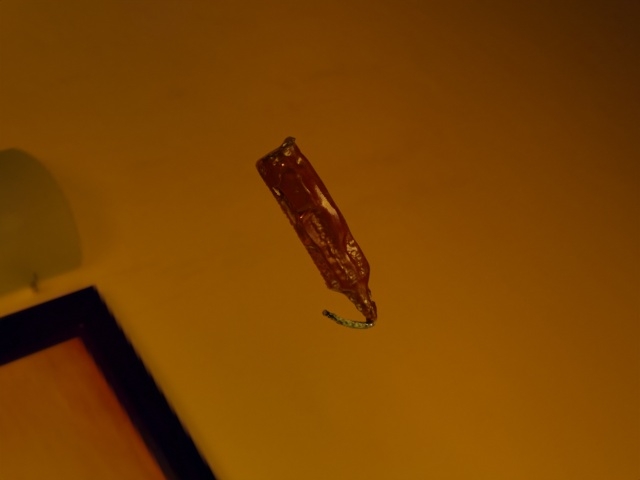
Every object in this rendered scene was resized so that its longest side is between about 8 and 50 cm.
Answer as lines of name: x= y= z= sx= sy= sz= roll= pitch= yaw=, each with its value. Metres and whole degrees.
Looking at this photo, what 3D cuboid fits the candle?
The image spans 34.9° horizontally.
candle: x=0.000 y=0.000 z=0.781 sx=0.162 sy=0.048 sz=0.053 roll=60 pitch=-26 yaw=-9
